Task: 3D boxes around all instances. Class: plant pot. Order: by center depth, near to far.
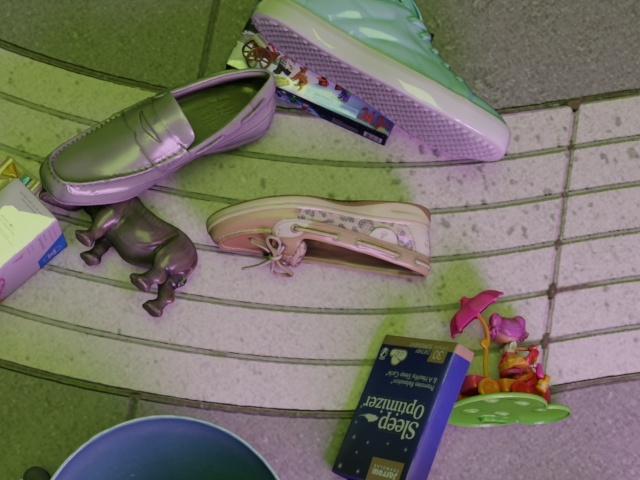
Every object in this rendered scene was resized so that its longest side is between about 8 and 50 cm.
[{"bbox_3d":[-0.176,0.355,1.566,0.290,0.195,0.290,1,75,-5],"label":"plant pot"}]

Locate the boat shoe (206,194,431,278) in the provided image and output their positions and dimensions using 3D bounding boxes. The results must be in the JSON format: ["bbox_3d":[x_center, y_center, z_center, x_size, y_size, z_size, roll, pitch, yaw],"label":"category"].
[{"bbox_3d":[0.000,0.000,1.719,0.285,0.104,0.089,0,73,-5],"label":"boat shoe"}]

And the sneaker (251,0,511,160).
[{"bbox_3d":[0.101,-0.244,1.729,0.366,0.135,0.150,33,79,3],"label":"sneaker"}]

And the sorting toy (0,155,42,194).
[{"bbox_3d":[-0.404,-0.061,1.750,0.062,0.012,0.083,40,76,6],"label":"sorting toy"}]

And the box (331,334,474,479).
[{"bbox_3d":[0.092,0.225,1.657,0.036,0.136,0.225,32,72,-34],"label":"box"}]

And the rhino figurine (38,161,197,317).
[{"bbox_3d":[-0.258,-0.019,1.719,0.243,0.073,0.106,39,59,7],"label":"rhino figurine"}]

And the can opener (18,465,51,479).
[{"bbox_3d":[-0.325,0.407,1.591,0.076,0.095,0.283,-7,70,-6],"label":"can opener"}]

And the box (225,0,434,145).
[{"bbox_3d":[0.012,-0.245,1.815,0.233,0.044,0.159,24,75,2],"label":"box"}]

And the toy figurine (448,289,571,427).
[{"bbox_3d":[0.226,0.140,1.709,0.173,0.130,0.159,8,64,-25],"label":"toy figurine"}]

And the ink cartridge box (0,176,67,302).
[{"bbox_3d":[-0.422,0.040,1.660,0.231,0.134,0.078,-43,83,-13],"label":"ink cartridge box"}]

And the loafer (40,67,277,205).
[{"bbox_3d":[-0.197,-0.138,1.701,0.319,0.111,0.112,-27,70,-26],"label":"loafer"}]
